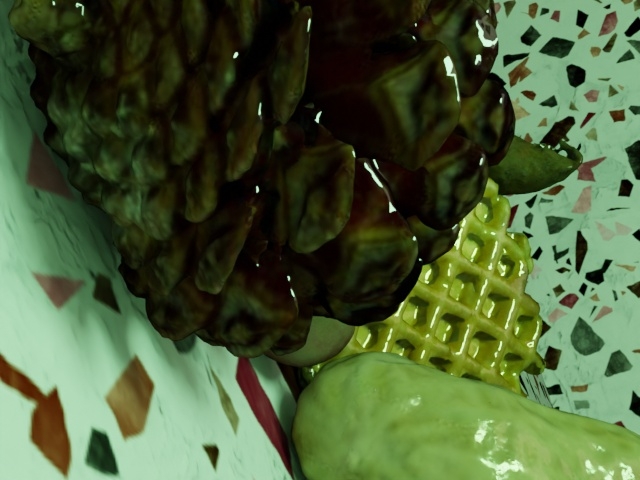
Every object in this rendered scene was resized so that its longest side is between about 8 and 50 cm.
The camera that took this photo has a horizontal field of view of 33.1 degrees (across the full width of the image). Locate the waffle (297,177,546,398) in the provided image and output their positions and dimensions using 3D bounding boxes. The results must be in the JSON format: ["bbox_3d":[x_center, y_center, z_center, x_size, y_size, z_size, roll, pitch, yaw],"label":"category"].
[{"bbox_3d":[0.080,0.053,0.864,0.254,0.052,0.245,-18,94,-33],"label":"waffle"}]

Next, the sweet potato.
[{"bbox_3d":[0.060,-0.149,1.022,0.423,0.130,0.130,44,-1,34],"label":"sweet potato"}]

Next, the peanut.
[{"bbox_3d":[0.131,0.173,0.743,0.319,0.147,0.147,22,26,-7],"label":"peanut"}]

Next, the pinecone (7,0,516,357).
[{"bbox_3d":[-0.021,-0.086,0.576,0.296,0.242,0.298,21,59,-65],"label":"pinecone"}]

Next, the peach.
[{"bbox_3d":[-0.014,0.049,0.740,0.083,0.083,0.083,-22,90,-76],"label":"peach"}]
